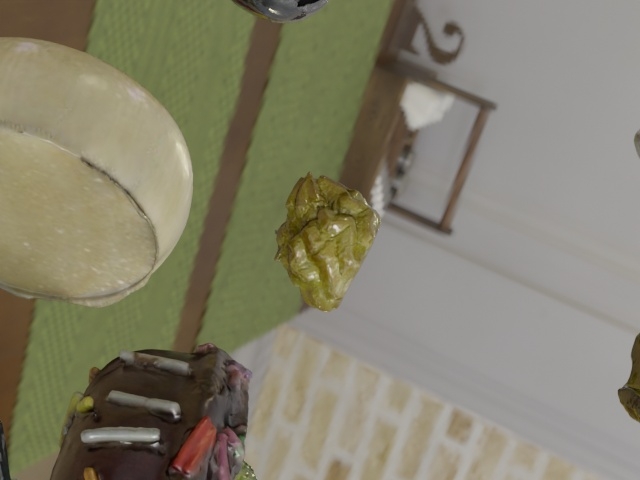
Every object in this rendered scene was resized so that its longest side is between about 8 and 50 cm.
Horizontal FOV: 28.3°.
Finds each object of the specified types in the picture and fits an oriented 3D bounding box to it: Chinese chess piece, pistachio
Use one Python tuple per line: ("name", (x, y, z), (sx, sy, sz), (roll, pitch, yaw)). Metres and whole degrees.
("Chinese chess piece", (-0.310, -0.071, 1.412), (0.338, 0.338, 0.140), (86, 15, -52))
("pistachio", (0.354, 0.147, 1.322), (0.089, 0.049, 0.173), (-42, -169, 23))

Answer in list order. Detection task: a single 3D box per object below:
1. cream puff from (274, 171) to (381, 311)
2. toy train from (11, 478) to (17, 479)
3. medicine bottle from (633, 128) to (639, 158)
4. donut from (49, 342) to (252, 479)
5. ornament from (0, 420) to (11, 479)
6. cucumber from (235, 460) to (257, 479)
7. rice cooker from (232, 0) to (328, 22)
("cream puff", (0.000, 0.000, 1.479), (0.146, 0.116, 0.146), (-60, -178, 4))
("toy train", (-0.458, 0.379, 1.479), (0.298, 0.120, 0.194), (-34, 138, -70))
("medicine bottle", (0.502, -0.001, 1.454), (0.212, 0.212, 0.325), (-28, 101, -58))
("donut", (-0.108, 0.178, 0.693), (0.270, 0.103, 0.269), (-166, -90, -85))
("ornament", (-0.259, 0.064, 0.504), (0.080, 0.236, 0.202), (-92, 172, -73))
("cucumber", (-0.167, 0.356, 1.414), (0.303, 0.081, 0.072), (-56, -156, 27))
("rice cooker", (-0.071, -0.448, 1.806), (0.267, 0.224, 0.267), (-36, 154, -21))
